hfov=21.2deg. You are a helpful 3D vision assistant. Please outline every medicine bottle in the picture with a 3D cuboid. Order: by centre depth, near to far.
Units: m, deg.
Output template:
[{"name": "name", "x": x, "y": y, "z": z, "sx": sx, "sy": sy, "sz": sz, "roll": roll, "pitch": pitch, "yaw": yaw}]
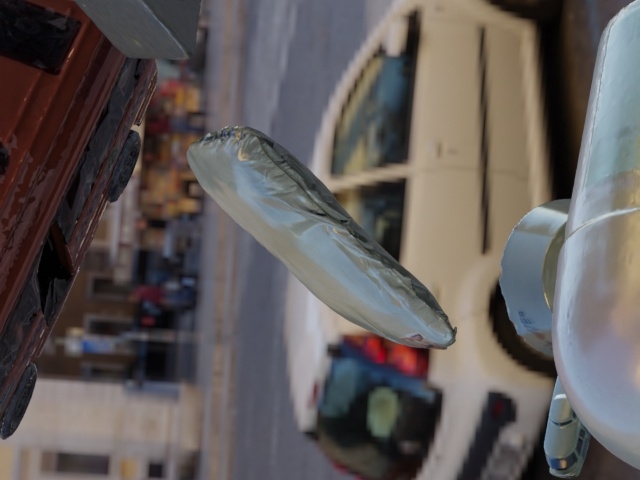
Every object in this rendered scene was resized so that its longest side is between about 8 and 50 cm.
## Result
[{"name": "medicine bottle", "x": 0.301, "y": 0.029, "z": 1.317, "sx": 0.236, "sy": 0.235, "sz": 0.406, "roll": 111, "pitch": 173, "yaw": -66}]

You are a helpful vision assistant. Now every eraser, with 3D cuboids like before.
[{"name": "eraser", "x": -0.145, "y": -0.270, "z": 1.360, "sx": 0.111, "sy": 0.077, "sz": 0.352, "roll": 48, "pitch": -152, "yaw": -33}]

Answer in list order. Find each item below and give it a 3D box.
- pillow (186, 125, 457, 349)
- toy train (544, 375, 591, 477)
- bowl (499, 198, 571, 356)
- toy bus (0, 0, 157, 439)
[{"name": "pillow", "x": 0.000, "y": 0.000, "z": 1.258, "sx": 0.051, "sy": 0.229, "sz": 0.128, "roll": -51, "pitch": 14, "yaw": -16}, {"name": "toy train", "x": 0.278, "y": 0.152, "z": 1.826, "sx": 0.043, "sy": 0.047, "sz": 0.208, "roll": -4, "pitch": 62, "yaw": 44}, {"name": "bowl", "x": 0.346, "y": 0.049, "z": 2.175, "sx": 0.112, "sy": 0.211, "sz": 0.211, "roll": -4, "pitch": 81, "yaw": 63}, {"name": "toy bus", "x": -0.296, "y": -0.028, "z": 1.455, "sx": 0.233, "sy": 0.203, "sz": 0.427, "roll": 103, "pitch": -172, "yaw": -69}]
